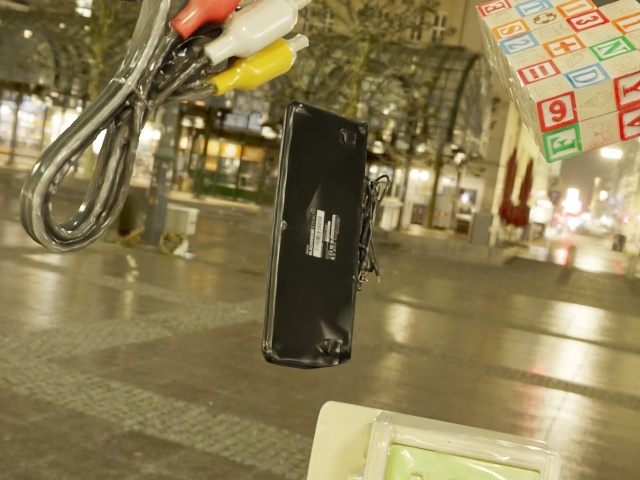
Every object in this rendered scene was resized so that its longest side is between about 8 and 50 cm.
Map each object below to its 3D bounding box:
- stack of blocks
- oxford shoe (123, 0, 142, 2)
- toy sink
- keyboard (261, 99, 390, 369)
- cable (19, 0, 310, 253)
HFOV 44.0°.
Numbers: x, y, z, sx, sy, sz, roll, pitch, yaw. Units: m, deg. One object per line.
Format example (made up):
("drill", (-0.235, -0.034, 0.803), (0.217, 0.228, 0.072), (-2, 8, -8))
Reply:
("stack of blocks", (0.317, -0.230, 0.989), (0.171, 0.087, 0.297), (-17, 36, 7))
("oxford shoe", (-0.239, -0.337, 0.773), (0.082, 0.096, 0.227), (-17, -59, 49))
("toy sink", (0.093, 0.251, 0.755), (0.234, 0.153, 0.131), (10, -6, 10))
("keyboard", (0.000, 0.000, 0.586), (0.100, 0.192, 0.038), (14, -15, -32))
("cable", (-0.110, -0.119, 0.569), (0.072, 0.287, 0.139), (16, -34, 33))
